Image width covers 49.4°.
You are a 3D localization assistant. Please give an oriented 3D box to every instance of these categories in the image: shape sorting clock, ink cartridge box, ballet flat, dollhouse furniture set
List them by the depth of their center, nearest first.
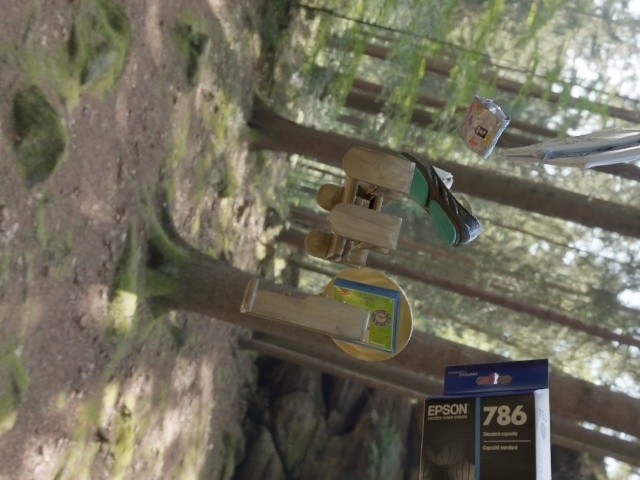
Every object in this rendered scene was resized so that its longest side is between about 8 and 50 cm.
[{"bbox_3d":[0.214,0.306,0.913,0.065,0.165,0.332,40,48,-42],"label":"ink cartridge box"},{"bbox_3d":[0.000,0.000,0.953,0.212,0.161,0.242,140,-35,-78],"label":"dollhouse furniture set"},{"bbox_3d":[0.096,0.154,1.453,0.040,0.206,0.206,-35,143,-56],"label":"shape sorting clock"},{"bbox_3d":[0.269,-0.098,1.578,0.280,0.096,0.095,61,-26,31],"label":"ballet flat"}]

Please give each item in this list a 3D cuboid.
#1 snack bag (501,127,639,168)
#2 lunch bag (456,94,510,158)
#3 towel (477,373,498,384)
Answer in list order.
[{"bbox_3d":[0.601,-0.201,1.471,0.342,0.323,0.037,-134,-146,-76],"label":"snack bag"},{"bbox_3d":[0.256,-0.178,1.090,0.083,0.053,0.071,-107,-146,-50],"label":"lunch bag"},{"bbox_3d":[0.283,0.420,1.286,0.329,0.037,0.237,-69,175,-58],"label":"towel"}]
